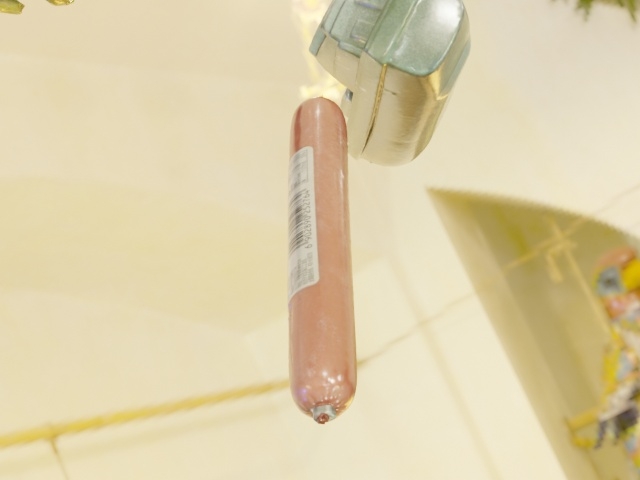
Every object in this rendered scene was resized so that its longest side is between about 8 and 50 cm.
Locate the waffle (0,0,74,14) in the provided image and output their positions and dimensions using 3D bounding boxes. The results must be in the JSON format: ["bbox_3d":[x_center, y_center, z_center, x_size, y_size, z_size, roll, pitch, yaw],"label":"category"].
[{"bbox_3d":[-0.250,-0.260,0.955,0.060,0.262,0.280,-37,-9,37],"label":"waffle"}]

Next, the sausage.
[{"bbox_3d":[0.000,0.000,0.685,0.029,0.223,0.029,0,-50,0],"label":"sausage"}]

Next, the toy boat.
[{"bbox_3d":[0.037,-0.097,0.913,0.078,0.085,0.260,-64,-3,-9],"label":"toy boat"}]
